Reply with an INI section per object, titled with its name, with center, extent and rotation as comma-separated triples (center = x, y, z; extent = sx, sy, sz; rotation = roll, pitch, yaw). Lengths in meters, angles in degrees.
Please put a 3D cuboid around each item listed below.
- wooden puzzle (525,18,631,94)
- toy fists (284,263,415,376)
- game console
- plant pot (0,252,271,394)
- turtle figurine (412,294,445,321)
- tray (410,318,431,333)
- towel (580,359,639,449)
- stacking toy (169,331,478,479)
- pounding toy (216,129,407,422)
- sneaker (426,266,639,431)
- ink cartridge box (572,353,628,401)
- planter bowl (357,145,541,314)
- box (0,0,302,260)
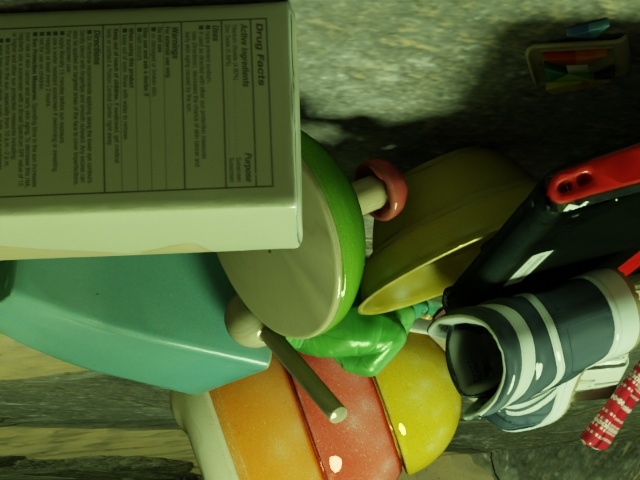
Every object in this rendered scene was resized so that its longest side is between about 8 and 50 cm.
[wooden puzzle]
center = 0.187, -0.128, 1.059
extent = 0.079, 0.014, 0.116
rotation = -8, 164, 19
[toy fists]
center = -0.004, 0.060, 1.427
extent = 0.142, 0.096, 0.279
rotation = 4, -171, -19
[game console]
center = 0.286, -0.037, 1.181
extent = 0.342, 0.060, 0.386
rotation = -14, 166, -10
[plant pot]
center = -0.180, 0.032, 1.334
extent = 0.234, 0.165, 0.166
rotation = 12, 160, -27
[turtle figurine]
center = 0.121, 0.073, 1.628
extent = 0.234, 0.118, 0.175
rotation = 6, -156, -23
[tray]
center = 0.016, 0.078, 1.726
extent = 0.145, 0.030, 0.270
rotation = 8, 177, 45
[towel]
center = 0.384, 0.124, 1.636
extent = 0.031, 0.275, 0.199
rotation = 38, 179, 15
[stacking toy]
center = 0.061, 0.215, 1.939
extent = 0.480, 0.350, 0.350
rotation = -20, 166, -5
[pounding toy]
center = 0.000, 0.000, 1.196
extent = 0.110, 0.236, 0.183
rotation = -22, -144, -32
[sneaker]
center = 0.155, 0.114, 1.282
extent = 0.153, 0.099, 0.282
rotation = -17, 161, -22
[ink cartridge box]
center = 0.272, 0.079, 1.569
extent = 0.092, 0.158, 0.218
rotation = -3, 165, 4
[planter bowl]
center = 0.115, -0.021, 1.255
extent = 0.217, 0.090, 0.217
rotation = -22, 168, -5
[box]
center = -0.168, -0.068, 0.980
extent = 0.311, 0.148, 0.121
rotation = -1, 166, -1
